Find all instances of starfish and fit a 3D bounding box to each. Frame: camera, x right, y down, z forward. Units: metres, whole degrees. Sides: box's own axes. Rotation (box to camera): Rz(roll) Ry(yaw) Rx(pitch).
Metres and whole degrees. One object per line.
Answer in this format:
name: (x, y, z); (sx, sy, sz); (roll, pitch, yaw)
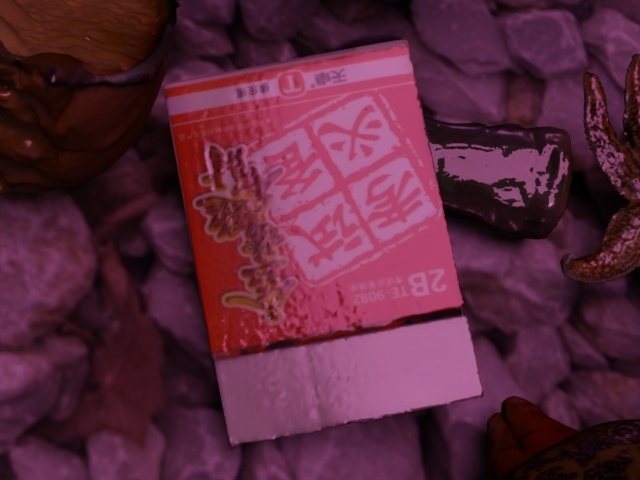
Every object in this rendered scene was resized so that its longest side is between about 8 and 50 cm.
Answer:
starfish: (0.242, -0.024, 0.848); (0.217, 0.050, 0.223); (-13, 89, -43)

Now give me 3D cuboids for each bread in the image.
bread: (-0.188, -0.096, 0.717); (0.174, 0.133, 0.251); (20, 20, -9)

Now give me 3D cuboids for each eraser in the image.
eraser: (0.000, 0.000, 0.742); (0.157, 0.038, 0.230); (-11, 81, -3)

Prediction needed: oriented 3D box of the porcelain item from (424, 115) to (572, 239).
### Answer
porcelain item: (0.056, -0.053, 0.807); (0.216, 0.069, 0.081); (9, 83, -13)

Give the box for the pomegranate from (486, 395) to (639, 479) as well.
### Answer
pomegranate: (0.160, 0.178, 0.684); (0.214, 0.214, 0.248); (-3, 35, -18)
